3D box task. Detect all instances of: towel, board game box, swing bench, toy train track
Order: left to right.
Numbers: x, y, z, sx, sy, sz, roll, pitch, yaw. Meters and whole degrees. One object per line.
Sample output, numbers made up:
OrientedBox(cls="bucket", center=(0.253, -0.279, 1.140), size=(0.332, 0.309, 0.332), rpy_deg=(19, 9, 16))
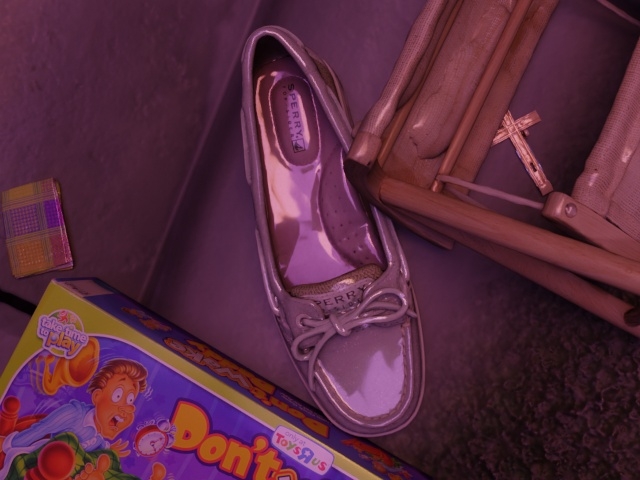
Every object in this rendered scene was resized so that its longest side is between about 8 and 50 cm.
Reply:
OrientedBox(cls="towel", center=(-0.255, -0.010, 0.624), size=(0.060, 0.009, 0.083), rpy_deg=(-13, 86, 9))
OrientedBox(cls="board game box", center=(-0.111, 0.214, 0.562), size=(0.347, 0.078, 0.233), rpy_deg=(29, 93, 8))
OrientedBox(cls="toy train track", center=(0.163, -0.075, 0.560), size=(0.048, 0.014, 0.083), rpy_deg=(-28, 85, 7))
OrientedBox(cls="swing bench", center=(0.182, -0.098, 0.470), size=(0.254, 0.165, 0.253), rpy_deg=(26, 84, 12))

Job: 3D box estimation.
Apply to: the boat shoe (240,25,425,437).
OrientedBox(cls="boat shoe", center=(0.002, -0.002, 0.537), size=(0.118, 0.103, 0.321), rpy_deg=(-13, 86, 8))
